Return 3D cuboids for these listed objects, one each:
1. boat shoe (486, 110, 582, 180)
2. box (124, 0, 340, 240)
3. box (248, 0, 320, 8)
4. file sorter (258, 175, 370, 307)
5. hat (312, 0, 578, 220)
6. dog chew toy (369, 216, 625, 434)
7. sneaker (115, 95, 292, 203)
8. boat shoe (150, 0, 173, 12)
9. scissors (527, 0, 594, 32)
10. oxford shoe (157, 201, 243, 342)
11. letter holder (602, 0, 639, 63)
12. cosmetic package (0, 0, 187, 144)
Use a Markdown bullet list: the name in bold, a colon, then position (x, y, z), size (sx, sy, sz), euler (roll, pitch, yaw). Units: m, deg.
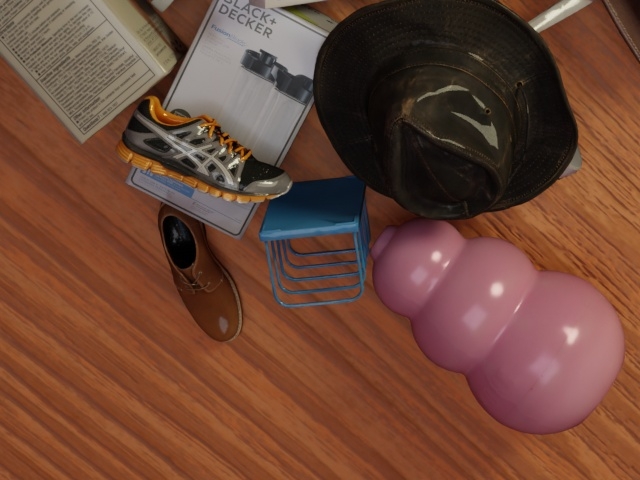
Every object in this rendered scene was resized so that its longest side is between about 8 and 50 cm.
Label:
- **boat shoe**: position (0.196, -0.189, 1.682), size (0.105, 0.113, 0.306), euler (-24, 120, 27)
- **box**: position (-0.104, -0.167, 1.728), size (0.169, 0.087, 0.290), euler (28, 110, -5)
- **box**: position (0.002, -0.351, 1.617), size (0.186, 0.038, 0.145), euler (-14, 115, -33)
- **file sorter**: position (0.000, 0.000, 1.735), size (0.118, 0.170, 0.104), euler (-6, 111, 8)
- **hat**: position (0.130, -0.115, 1.603), size (0.331, 0.134, 0.331), euler (10, 136, 9)
- **dog chew toy**: position (0.207, 0.091, 1.737), size (0.332, 0.206, 0.206), euler (34, 109, 1)
- **sneaker**: position (-0.134, -0.105, 1.665), size (0.215, 0.084, 0.083), euler (18, 106, 0)
- **boat shoe**: position (-0.133, -0.404, 1.634), size (0.091, 0.114, 0.302), euler (36, 108, -13)
- **scissors**: position (0.328, -0.286, 1.615), size (0.109, 0.021, 0.297), euler (45, 82, -16)
- **oxford shoe**: position (-0.162, 0.047, 1.818), size (0.076, 0.076, 0.212), euler (-20, 108, 11)
- **letter holder**: position (0.406, -0.351, 1.543), size (0.214, 0.152, 0.301), euler (-31, 105, -8)
- **cosmetic package**: position (-0.318, -0.283, 1.687), size (0.153, 0.129, 0.296), euler (-35, 103, 18)
